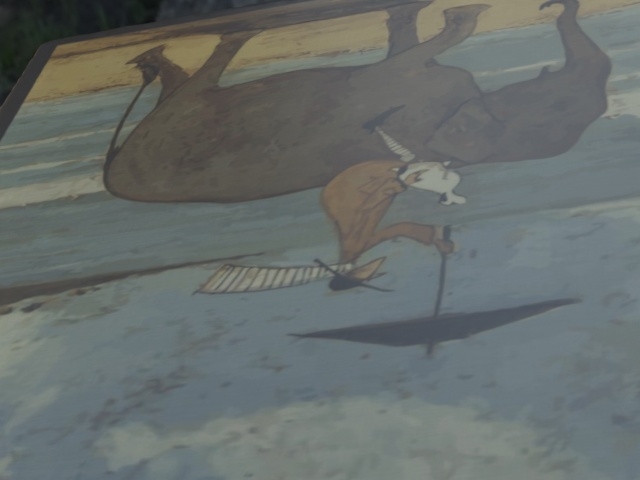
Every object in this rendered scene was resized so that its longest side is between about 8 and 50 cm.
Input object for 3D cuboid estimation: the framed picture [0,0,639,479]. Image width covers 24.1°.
[{"bbox_3d":[0.000,0.000,0.423,0.265,0.016,0.347,-7,32,12],"label":"framed picture"}]
